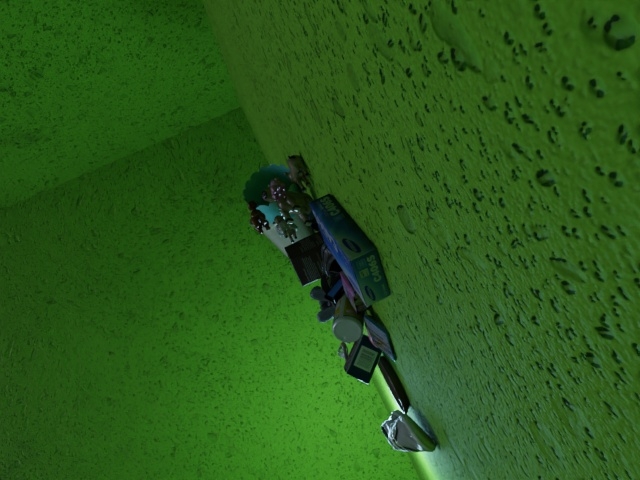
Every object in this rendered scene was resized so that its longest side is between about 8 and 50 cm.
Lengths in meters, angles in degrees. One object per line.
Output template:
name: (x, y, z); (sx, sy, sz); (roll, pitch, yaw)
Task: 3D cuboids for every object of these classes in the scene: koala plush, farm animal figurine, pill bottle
koala plush: (0.080, 0.310, 2.250); (0.221, 0.203, 0.196); (-31, -74, -74)
farm animal figurine: (-0.133, -0.175, 1.658); (0.326, 0.330, 0.172); (25, -153, -50)
pill bottle: (0.113, 0.289, 1.628); (0.208, 0.117, 0.118); (-74, -36, -62)

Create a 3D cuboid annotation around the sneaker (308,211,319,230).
sneaker: (-0.045, -0.110, 1.911); (0.152, 0.058, 0.084); (62, -178, -23)

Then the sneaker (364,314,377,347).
sneaker: (0.204, 0.351, 1.609); (0.070, 0.051, 0.134); (62, -175, -76)

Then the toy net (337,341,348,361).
toy net: (0.100, 0.462, 1.900); (0.232, 0.045, 0.122); (-88, -20, -51)

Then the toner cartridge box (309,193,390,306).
toner cartridge box: (0.073, 0.013, 1.169); (0.165, 0.075, 0.348); (67, 175, -33)

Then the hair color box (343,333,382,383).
hair color box: (0.182, 0.507, 1.810); (0.105, 0.174, 0.347); (24, 168, 7)

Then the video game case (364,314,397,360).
video game case: (0.217, 0.353, 1.505); (0.119, 0.015, 0.166); (33, 153, 46)

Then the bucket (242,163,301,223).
bucket: (-0.233, -0.233, 2.131); (0.281, 0.281, 0.183); (61, -178, 38)

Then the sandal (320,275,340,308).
sandal: (0.096, 0.272, 2.060); (0.303, 0.120, 0.086); (63, -171, 17)

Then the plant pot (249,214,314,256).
plant pot: (-0.203, -0.082, 2.495); (0.305, 0.334, 0.334); (55, 179, -22)

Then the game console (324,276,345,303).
game console: (0.071, 0.195, 1.736); (0.071, 0.122, 0.107); (34, 163, 20)

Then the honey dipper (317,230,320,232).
honey dipper: (0.000, 0.000, 2.179); (0.161, 0.030, 0.030); (73, 171, -52)

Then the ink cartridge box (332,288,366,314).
ink cartridge box: (0.123, 0.283, 1.887); (0.160, 0.092, 0.219); (63, 176, 8)

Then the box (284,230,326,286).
box: (-0.044, 0.087, 2.057); (0.168, 0.203, 0.167); (-124, 9, -65)

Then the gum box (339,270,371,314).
gum box: (0.127, 0.178, 1.493); (0.188, 0.062, 0.107); (72, 171, -59)

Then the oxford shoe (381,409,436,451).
oxford shoe: (0.336, 0.774, 1.651); (0.169, 0.130, 0.449); (49, 167, 11)

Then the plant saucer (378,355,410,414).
plant saucer: (0.319, 0.627, 1.840); (0.278, 0.041, 0.278); (155, 90, -84)

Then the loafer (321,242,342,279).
loafer: (0.057, 0.101, 1.718); (0.084, 0.096, 0.267); (55, 169, 32)
